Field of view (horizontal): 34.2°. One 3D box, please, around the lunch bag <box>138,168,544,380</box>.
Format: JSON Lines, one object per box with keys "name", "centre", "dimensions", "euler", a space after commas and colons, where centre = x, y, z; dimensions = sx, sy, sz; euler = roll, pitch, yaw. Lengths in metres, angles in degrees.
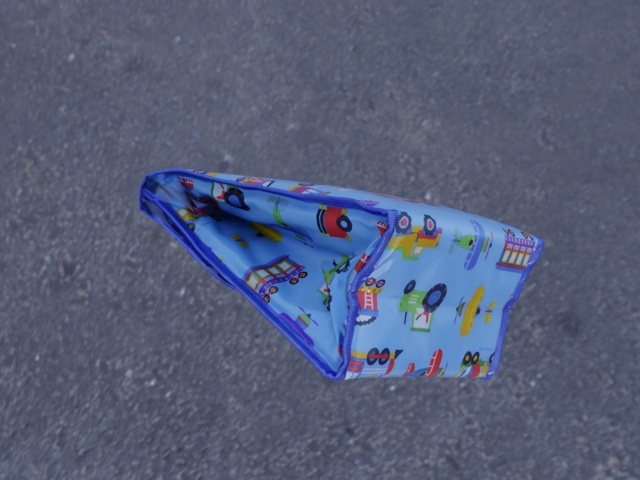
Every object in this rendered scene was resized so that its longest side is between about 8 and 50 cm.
{"name": "lunch bag", "centre": [0.000, 0.000, 0.898], "dimensions": [0.293, 0.138, 0.221], "euler": [27, 12, 39]}
